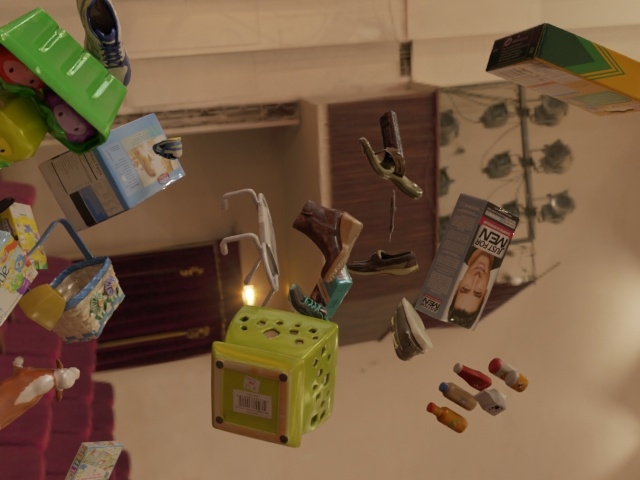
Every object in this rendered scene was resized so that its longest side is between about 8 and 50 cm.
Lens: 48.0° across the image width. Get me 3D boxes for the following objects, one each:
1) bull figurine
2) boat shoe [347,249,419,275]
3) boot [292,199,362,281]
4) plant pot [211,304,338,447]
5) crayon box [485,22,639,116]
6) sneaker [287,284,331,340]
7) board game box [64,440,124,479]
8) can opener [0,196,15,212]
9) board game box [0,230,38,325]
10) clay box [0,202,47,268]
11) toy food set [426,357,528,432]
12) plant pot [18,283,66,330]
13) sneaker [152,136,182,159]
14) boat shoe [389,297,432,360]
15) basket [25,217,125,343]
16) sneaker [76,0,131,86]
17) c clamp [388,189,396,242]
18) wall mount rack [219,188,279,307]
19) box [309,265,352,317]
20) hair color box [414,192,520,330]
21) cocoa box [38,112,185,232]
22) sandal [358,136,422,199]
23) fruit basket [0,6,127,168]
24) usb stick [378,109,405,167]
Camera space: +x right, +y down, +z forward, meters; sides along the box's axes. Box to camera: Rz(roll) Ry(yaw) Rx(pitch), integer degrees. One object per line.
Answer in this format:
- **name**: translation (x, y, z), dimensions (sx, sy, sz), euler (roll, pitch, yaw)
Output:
- **bull figurine**: translation (-0.733, 0.368, 1.702), dimensions (0.188, 0.310, 0.101), euler (8, -55, 53)
- **boat shoe**: translation (0.184, 0.063, 2.146), dimensions (0.080, 0.223, 0.073), euler (-30, 115, -58)
- **boot**: translation (0.000, 0.000, 2.341), dimensions (0.248, 0.207, 0.090), euler (-61, 164, -22)
- **plant pot**: translation (-0.103, 0.285, 1.474), dimensions (0.207, 0.228, 0.227), euler (-40, 136, -65)
- **crayon box**: translation (0.555, -0.365, 1.567), dimensions (0.203, 0.323, 0.083), euler (-162, -91, -73)
- **sneaker**: translation (-0.020, 0.169, 1.751), dimensions (0.166, 0.076, 0.065), euler (60, 32, -27)
- **board game box**: translation (-0.594, 0.584, 1.897), dimensions (0.103, 0.026, 0.154), euler (-66, 156, -4)
- **can opener**: translation (-1.009, -0.079, 2.180), dimensions (0.073, 0.186, 0.059), euler (59, 13, -17)
- **board game box**: translation (-0.751, 0.052, 1.458), dimensions (0.142, 0.275, 0.144), euler (79, 28, -51)
- **clay box**: translation (-0.943, -0.008, 2.273), dimensions (0.127, 0.053, 0.222), euler (21, 50, -79)
- **toy food set**: translation (0.355, 0.338, 1.650), dimensions (0.232, 0.104, 0.111), euler (-45, -159, 37)
- **plant pot**: translation (-0.686, 0.158, 1.791), dimensions (0.081, 0.083, 0.081), euler (35, -11, 43)
- **sneaker**: translation (-0.438, -0.256, 2.056), dimensions (0.144, 0.053, 0.059), euler (-4, -76, 58)
- **boat shoe**: translation (0.242, 0.250, 2.044), dimensions (0.109, 0.091, 0.305), euler (51, 9, -11)
- **basket**: translation (-0.681, 0.113, 1.951), dimensions (0.289, 0.201, 0.255), euler (56, 33, -27)
- **sneaker**: translation (-0.572, -0.523, 1.894), dimensions (0.131, 0.112, 0.296), euler (-128, -158, -50)
- **c clamp**: translation (0.257, -0.093, 2.552), dimensions (0.160, 0.022, 0.137), euler (88, 8, -48)
- **wall mount rack**: translation (-0.172, 0.049, 1.838), dimensions (0.350, 0.130, 0.304), euler (-100, 175, -54)
- **box**: translation (0.034, 0.174, 2.525), dimensions (0.244, 0.060, 0.100), euler (116, -41, -50)
- **hair color box**: translation (0.442, 0.067, 2.157), dimensions (0.113, 0.185, 0.374), euler (24, -87, 49)
- **cocoa box**: translation (-0.621, -0.213, 2.184), dimensions (0.231, 0.228, 0.347), euler (64, 26, -13)
- **sandal**: translation (0.216, -0.227, 2.134), dimensions (0.086, 0.303, 0.120), euler (-43, -137, 17)
- **fruit basket**: translation (-0.734, -0.336, 1.812), dimensions (0.283, 0.392, 0.392), euler (-8, -91, 53)
- **usb stick**: translation (0.255, -0.357, 2.574), dimensions (0.077, 0.045, 0.278), euler (-36, -139, 32)
